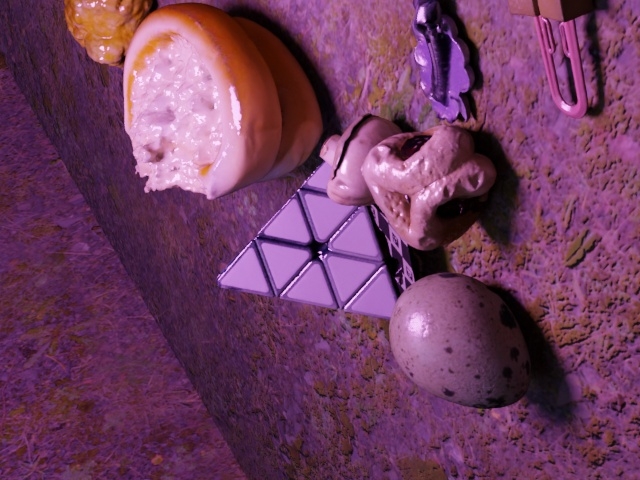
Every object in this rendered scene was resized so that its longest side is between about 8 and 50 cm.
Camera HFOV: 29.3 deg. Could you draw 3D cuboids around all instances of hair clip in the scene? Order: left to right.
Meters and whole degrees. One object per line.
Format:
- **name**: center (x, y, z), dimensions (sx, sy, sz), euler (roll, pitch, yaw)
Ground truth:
- **hair clip**: center (0.155, -0.234, 1.625), dimensions (0.124, 0.052, 0.195), euler (49, 159, 45)

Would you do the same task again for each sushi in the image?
- **sushi**: center (0.123, 0.018, 1.969), dimensions (0.210, 0.040, 0.192), euler (49, 158, 53)

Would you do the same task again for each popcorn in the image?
- **popcorn**: center (-0.435, -0.446, 2.482), dimensions (0.226, 0.200, 0.203), euler (-16, 68, 44)

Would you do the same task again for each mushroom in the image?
- **mushroom**: center (0.060, -0.117, 1.823), dimensions (0.123, 0.154, 0.154), euler (27, 145, 16)

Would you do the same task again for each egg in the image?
- **egg**: center (0.205, 0.149, 1.766), dimensions (0.228, 0.177, 0.177), euler (40, 151, 16)

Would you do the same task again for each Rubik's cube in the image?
- **Rubik's cube**: center (0.000, 0.001, 2.021), dimensions (0.233, 0.228, 0.228), euler (-9, 151, 40)

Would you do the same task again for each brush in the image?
- **brush**: center (0.263, -0.242, 1.380), dimensions (0.103, 0.047, 0.233), euler (28, 139, 55)

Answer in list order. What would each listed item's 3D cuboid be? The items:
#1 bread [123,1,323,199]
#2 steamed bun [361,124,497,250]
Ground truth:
- **bread**: center (-0.181, -0.222, 2.085), dimensions (0.424, 0.245, 0.328), euler (31, 103, 50)
- **steamed bun**: center (0.166, -0.089, 1.667), dimensions (0.172, 0.141, 0.155), euler (59, 145, 3)
